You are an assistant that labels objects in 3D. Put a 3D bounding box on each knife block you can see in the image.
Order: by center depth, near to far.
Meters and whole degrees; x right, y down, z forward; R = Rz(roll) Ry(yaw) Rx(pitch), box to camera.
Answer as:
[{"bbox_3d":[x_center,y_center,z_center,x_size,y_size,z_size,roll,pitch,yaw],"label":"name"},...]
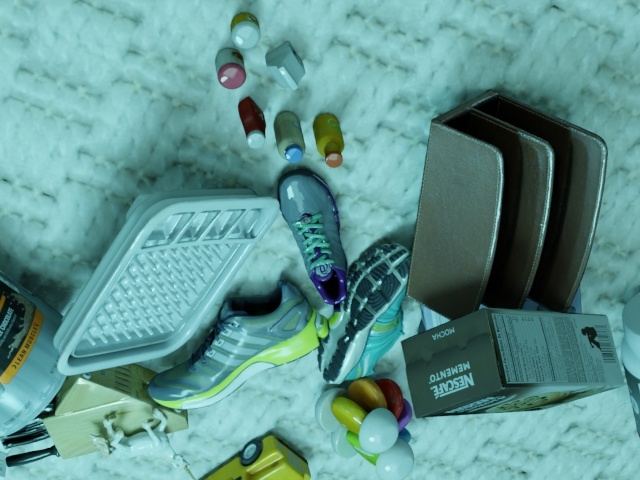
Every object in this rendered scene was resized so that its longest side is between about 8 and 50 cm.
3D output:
[{"bbox_3d":[-0.383,0.295,1.849,0.276,0.088,0.242,25,117,-24],"label":"knife block"}]

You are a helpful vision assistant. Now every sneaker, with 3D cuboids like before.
[{"bbox_3d":[0.000,0.000,1.701,0.083,0.098,0.223,-20,125,5],"label":"sneaker"},{"bbox_3d":[-0.142,0.157,1.790,0.300,0.111,0.121,-29,116,-1],"label":"sneaker"},{"bbox_3d":[0.086,0.114,1.811,0.110,0.107,0.275,2,131,-34],"label":"sneaker"}]

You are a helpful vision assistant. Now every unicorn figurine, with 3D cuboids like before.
[{"bbox_3d":[-0.273,0.319,1.800,0.162,0.060,0.111,0,126,10],"label":"unicorn figurine"}]

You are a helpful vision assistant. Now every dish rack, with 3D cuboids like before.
[{"bbox_3d":[-0.231,0.045,1.647,0.285,0.072,0.333,-7,138,-56],"label":"dish rack"}]

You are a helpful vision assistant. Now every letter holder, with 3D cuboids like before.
[{"bbox_3d":[0.264,-0.024,1.630,0.152,0.214,0.302,-29,137,-41],"label":"letter holder"}]

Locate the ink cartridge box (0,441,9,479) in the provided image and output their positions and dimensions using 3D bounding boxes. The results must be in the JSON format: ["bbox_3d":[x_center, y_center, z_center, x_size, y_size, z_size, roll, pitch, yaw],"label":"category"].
[{"bbox_3d":[-0.589,0.392,1.898,0.104,0.061,0.181,24,117,-23],"label":"ink cartridge box"}]

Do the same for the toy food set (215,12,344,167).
[{"bbox_3d":[-0.062,-0.188,1.560,0.111,0.104,0.232,-29,123,11],"label":"toy food set"}]

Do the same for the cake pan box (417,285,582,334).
[{"bbox_3d":[0.295,0.156,1.873,0.267,0.070,0.245,-14,123,1],"label":"cake pan box"}]

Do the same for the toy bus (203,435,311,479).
[{"bbox_3d":[-0.170,0.479,1.980,0.333,0.130,0.108,-36,122,15],"label":"toy bus"}]

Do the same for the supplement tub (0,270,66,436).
[{"bbox_3d":[-0.534,0.114,1.630,0.207,0.207,0.338,-39,121,17],"label":"supplement tub"}]

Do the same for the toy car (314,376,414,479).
[{"bbox_3d":[0.092,0.302,1.909,0.136,0.159,0.182,-46,131,-23],"label":"toy car"}]

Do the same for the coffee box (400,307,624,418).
[{"bbox_3d":[0.283,0.181,1.675,0.297,0.119,0.168,5,157,-42],"label":"coffee box"}]

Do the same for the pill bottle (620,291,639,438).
[{"bbox_3d":[0.589,0.220,1.905,0.161,0.161,0.283,-19,124,4],"label":"pill bottle"}]
